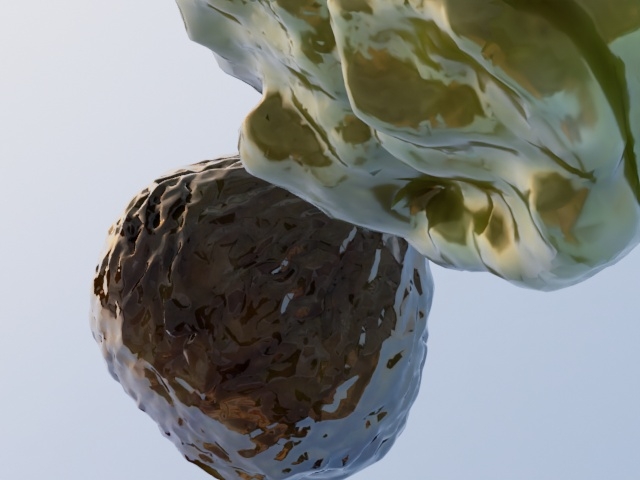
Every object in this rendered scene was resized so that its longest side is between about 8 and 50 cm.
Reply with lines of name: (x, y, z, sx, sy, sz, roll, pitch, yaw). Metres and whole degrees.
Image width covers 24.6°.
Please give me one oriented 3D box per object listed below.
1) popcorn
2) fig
popcorn: (0.081, -0.128, 0.463, 0.312, 0.312, 0.312, -7, -135, 8)
fig: (0.000, 0.000, 1.139, 0.368, 0.286, 0.286, -53, -133, 11)
